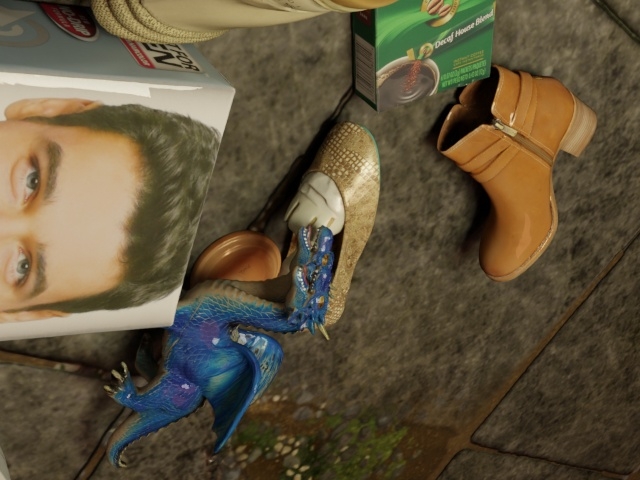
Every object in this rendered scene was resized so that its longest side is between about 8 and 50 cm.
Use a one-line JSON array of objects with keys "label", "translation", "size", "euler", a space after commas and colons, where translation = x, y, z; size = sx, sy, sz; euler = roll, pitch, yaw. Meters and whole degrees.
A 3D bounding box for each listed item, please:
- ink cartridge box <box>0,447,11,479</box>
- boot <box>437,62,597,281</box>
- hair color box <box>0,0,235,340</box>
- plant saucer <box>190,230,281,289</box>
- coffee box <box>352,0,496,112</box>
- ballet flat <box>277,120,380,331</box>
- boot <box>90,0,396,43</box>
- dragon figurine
[{"label": "ink cartridge box", "translation": [-0.316, 0.185, 0.688], "size": [0.122, 0.052, 0.088], "euler": [-27, 135, -16]}, {"label": "boot", "translation": [0.160, -0.061, 0.809], "size": [0.152, 0.073, 0.197], "euler": [12, 104, -42]}, {"label": "hair color box", "translation": [-0.254, -0.040, 0.503], "size": [0.374, 0.113, 0.185], "euler": [-2, 125, -34]}, {"label": "plant saucer", "translation": [-0.071, 0.029, 0.759], "size": [0.083, 0.013, 0.083], "euler": [-19, 133, -22]}, {"label": "coffee box", "translation": [0.079, -0.195, 0.661], "size": [0.113, 0.040, 0.184], "euler": [-20, 133, -19]}, {"label": "ballet flat", "translation": [0.000, 0.000, 0.738], "size": [0.067, 0.073, 0.206], "euler": [-25, 136, -40]}, {"label": "boot", "translation": [0.009, -0.191, 0.529], "size": [0.262, 0.203, 0.095], "euler": [-43, 120, -38]}, {"label": "dragon figurine", "translation": [-0.085, 0.107, 0.708], "size": [0.085, 0.144, 0.289], "euler": [-54, 168, -72]}]
